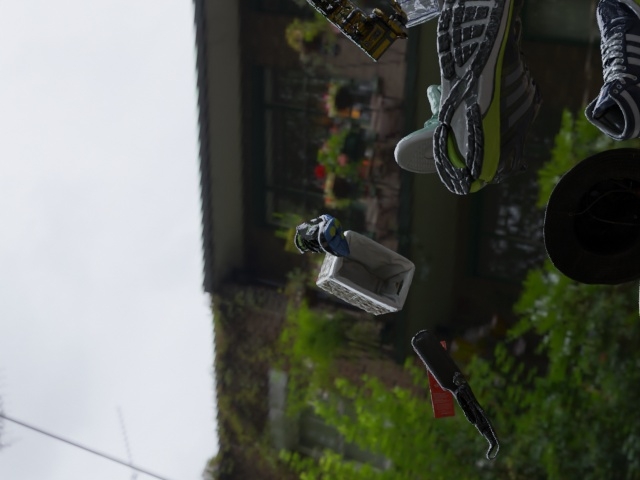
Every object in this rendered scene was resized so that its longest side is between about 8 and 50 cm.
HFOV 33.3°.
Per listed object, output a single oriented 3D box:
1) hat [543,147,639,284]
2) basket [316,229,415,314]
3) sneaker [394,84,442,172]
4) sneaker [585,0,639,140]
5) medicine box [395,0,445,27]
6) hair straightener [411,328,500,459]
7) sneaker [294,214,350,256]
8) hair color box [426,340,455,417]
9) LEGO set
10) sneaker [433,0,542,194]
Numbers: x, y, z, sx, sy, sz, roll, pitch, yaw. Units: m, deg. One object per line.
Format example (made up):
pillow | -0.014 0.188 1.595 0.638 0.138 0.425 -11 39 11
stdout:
hat | 0.620 -0.070 2.335 0.134 0.331 0.331 -103 8 -62
basket | 0.089 0.071 2.173 0.167 0.103 0.113 27 -115 -15
sneaker | 0.216 -0.219 2.018 0.256 0.151 0.094 -20 -37 -28
sneaker | 0.522 -0.303 1.883 0.153 0.282 0.099 -16 -16 -21
medicine box | 0.271 -0.628 2.258 0.263 0.149 0.289 -21 -81 -30
hair straightener | 0.214 0.240 1.682 0.047 0.230 0.089 -29 -20 1
sneaker | 0.000 0.000 1.746 0.188 0.078 0.067 -143 31 -79
hair color box | 0.229 0.268 2.058 0.072 0.043 0.141 -91 -9 -49
LEGO set | 0.035 -0.460 1.690 0.192 0.255 0.331 -48 -51 8
sneaker | 0.219 -0.210 1.349 0.121 0.111 0.300 -7 -70 -37
